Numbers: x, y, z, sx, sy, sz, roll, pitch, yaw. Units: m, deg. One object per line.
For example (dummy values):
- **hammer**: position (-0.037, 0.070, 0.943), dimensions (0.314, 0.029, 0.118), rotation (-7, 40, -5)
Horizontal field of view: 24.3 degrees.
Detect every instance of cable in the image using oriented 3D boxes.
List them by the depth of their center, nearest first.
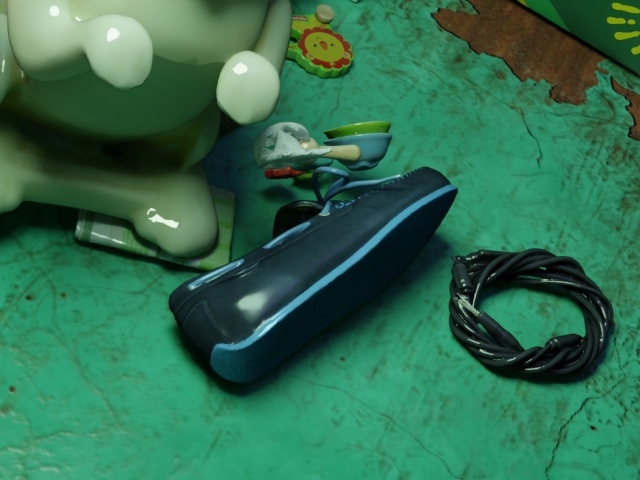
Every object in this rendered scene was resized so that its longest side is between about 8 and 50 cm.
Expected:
- **cable**: position (0.219, 0.073, 1.504), dimensions (0.184, 0.047, 0.151), rotation (9, 45, -17)

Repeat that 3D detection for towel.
- **towel**: position (-0.159, -0.022, 1.450), dimensions (0.152, 0.023, 0.113), rotation (16, 45, -13)

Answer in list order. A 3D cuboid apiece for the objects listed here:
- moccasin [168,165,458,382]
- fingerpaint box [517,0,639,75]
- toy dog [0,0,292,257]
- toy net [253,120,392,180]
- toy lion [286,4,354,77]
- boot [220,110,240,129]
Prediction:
- **moccasin**: position (0.000, 0.000, 1.414), dimensions (0.117, 0.138, 0.342), rotation (39, 43, 21)
- **fingerpaint box**: position (0.376, -0.464, 2.021), dimensions (0.371, 0.163, 0.445), rotation (32, 43, 7)
- **toy dog**: position (-0.140, -0.237, 1.332), dimensions (0.284, 0.408, 0.395), rotation (19, 44, -20)
- **toy net**: position (-0.017, -0.091, 1.452), dimensions (0.232, 0.122, 0.045), rotation (0, 83, -66)
- **toy lion**: position (-0.013, -0.228, 1.712), dimensions (0.100, 0.034, 0.096), rotation (1, 55, -23)
- **boot**: position (-0.150, -0.262, 1.626), dimensions (0.220, 0.109, 0.284), rotation (10, 72, 9)
